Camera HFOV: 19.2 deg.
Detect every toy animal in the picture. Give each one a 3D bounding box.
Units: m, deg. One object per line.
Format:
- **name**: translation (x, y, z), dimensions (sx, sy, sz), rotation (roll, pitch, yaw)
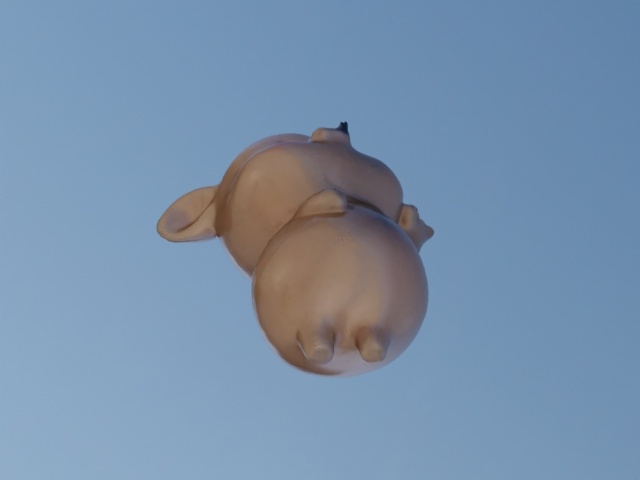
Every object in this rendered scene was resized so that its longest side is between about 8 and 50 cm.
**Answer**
- **toy animal**: translation (-0.004, 0.005, 0.753), dimensions (0.089, 0.083, 0.150), rotation (-42, -152, 7)
